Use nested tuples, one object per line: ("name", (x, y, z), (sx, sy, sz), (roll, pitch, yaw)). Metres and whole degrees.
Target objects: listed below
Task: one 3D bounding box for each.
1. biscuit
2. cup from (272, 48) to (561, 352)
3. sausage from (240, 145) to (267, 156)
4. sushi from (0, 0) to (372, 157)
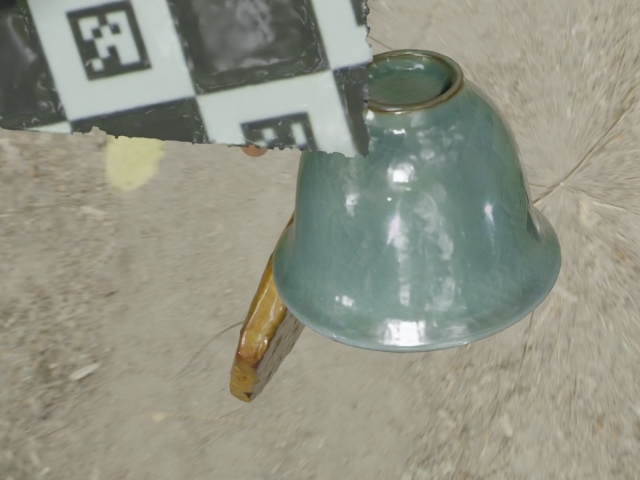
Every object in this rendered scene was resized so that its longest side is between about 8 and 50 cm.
("biscuit", (0.000, 0.000, 1.637), (0.046, 0.359, 0.359), (27, 96, 5))
("cup", (0.060, -0.044, 1.100), (0.199, 0.199, 0.150), (0, 126, 8))
("sausage", (-0.069, -0.110, 1.700), (0.034, 0.083, 0.034), (0, 75, -1))
("sushi", (-0.150, -0.178, 0.643), (0.339, 0.069, 0.320), (6, 115, 14))
